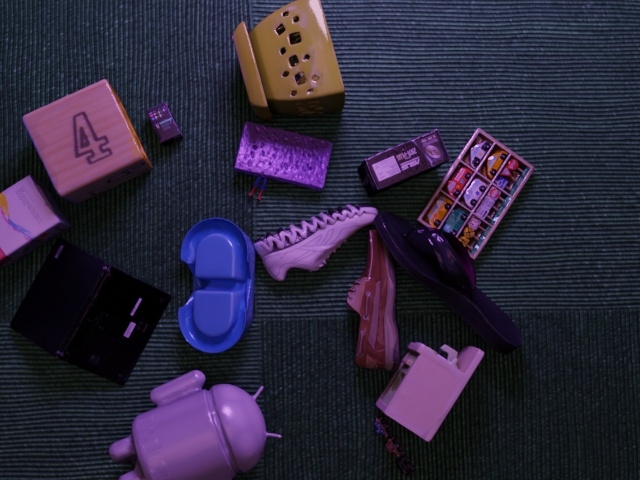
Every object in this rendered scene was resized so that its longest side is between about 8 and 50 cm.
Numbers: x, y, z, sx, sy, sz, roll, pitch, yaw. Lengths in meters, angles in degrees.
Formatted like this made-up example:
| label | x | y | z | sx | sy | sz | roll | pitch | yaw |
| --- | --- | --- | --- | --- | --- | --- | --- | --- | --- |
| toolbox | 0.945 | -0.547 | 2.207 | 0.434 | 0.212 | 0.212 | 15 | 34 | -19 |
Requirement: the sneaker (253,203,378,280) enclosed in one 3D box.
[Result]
| label | x | y | z | sx | sy | sz | roll | pitch | yaw |
| --- | --- | --- | --- | --- | --- | --- | --- | --- | --- |
| sneaker | 0.000 | 0.000 | 1.940 | 0.292 | 0.110 | 0.118 | -21 | 96 | 3 |

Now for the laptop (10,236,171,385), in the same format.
| label | x | y | z | sx | sy | sz | roll | pitch | yaw |
| --- | --- | --- | --- | --- | --- | --- | --- | --- | --- |
| laptop | -0.520 | 0.161 | 1.928 | 0.264 | 0.137 | 0.234 | 30 | 85 | -28 |

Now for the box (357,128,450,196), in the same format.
| label | x | y | z | sx | sy | sz | roll | pitch | yaw |
| --- | --- | --- | --- | --- | --- | --- | --- | --- | --- |
| box | 0.186 | -0.174 | 1.936 | 0.180 | 0.147 | 0.077 | -23 | 89 | -6 |

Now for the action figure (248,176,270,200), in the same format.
| label | x | y | z | sx | sy | sz | roll | pitch | yaw |
| --- | --- | --- | --- | --- | --- | --- | --- | --- | --- |
| action figure | -0.131 | -0.152 | 1.970 | 0.038 | 0.030 | 0.115 | 21 | 83 | 0 |

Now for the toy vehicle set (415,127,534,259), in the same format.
| label | x | y | z | sx | sy | sz | roll | pitch | yaw |
| --- | --- | --- | --- | --- | --- | --- | --- | --- | --- |
| toy vehicle set | 0.364 | -0.109 | 2.002 | 0.166 | 0.035 | 0.266 | 34 | 85 | -2 |

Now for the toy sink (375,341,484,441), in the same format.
| label | x | y | z | sx | sy | sz | roll | pitch | yaw |
| --- | --- | --- | --- | --- | --- | --- | --- | --- | --- |
| toy sink | 0.239 | 0.310 | 1.910 | 0.131 | 0.153 | 0.234 | 34 | 86 | -1 |

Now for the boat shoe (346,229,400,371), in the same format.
| label | x | y | z | sx | sy | sz | roll | pitch | yaw |
| --- | --- | --- | --- | --- | --- | --- | --- | --- | --- |
| boat shoe | 0.116 | 0.136 | 1.928 | 0.120 | 0.122 | 0.323 | -3 | 85 | 6 |

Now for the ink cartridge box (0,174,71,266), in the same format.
| label | x | y | z | sx | sy | sz | roll | pitch | yaw |
| --- | --- | --- | --- | --- | --- | --- | --- | --- | --- |
| ink cartridge box | -0.665 | -0.041 | 1.870 | 0.176 | 0.128 | 0.127 | -34 | 90 | -5 |

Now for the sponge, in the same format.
| label | x | y | z | sx | sy | sz | roll | pitch | yaw |
| --- | --- | --- | --- | --- | --- | --- | --- | --- | --- |
| sponge | -0.085 | -0.194 | 1.955 | 0.210 | 0.031 | 0.117 | 13 | 75 | -9 |

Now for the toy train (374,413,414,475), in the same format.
| label | x | y | z | sx | sy | sz | roll | pitch | yaw |
| --- | --- | --- | --- | --- | --- | --- | --- | --- | --- |
| toy train | 0.167 | 0.473 | 1.958 | 0.036 | 0.027 | 0.158 | -30 | 90 | 5 |

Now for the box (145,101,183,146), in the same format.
| label | x | y | z | sx | sy | sz | roll | pitch | yaw |
| --- | --- | --- | --- | --- | --- | --- | --- | --- | --- |
| box | -0.356 | -0.265 | 1.941 | 0.052 | 0.062 | 0.083 | -26 | 89 | -4 |

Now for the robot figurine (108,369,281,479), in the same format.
| label | x | y | z | sx | sy | sz | roll | pitch | yaw |
| --- | --- | --- | --- | --- | --- | --- | --- | --- | --- |
| robot figurine | -0.268 | 0.436 | 1.837 | 0.354 | 0.200 | 0.299 | -21 | 74 | -6 |

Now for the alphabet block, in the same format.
| label | x | y | z | sx | sy | sz | roll | pitch | yaw |
| --- | --- | --- | --- | --- | --- | --- | --- | --- | --- |
| alphabet block | -0.505 | -0.211 | 1.864 | 0.197 | 0.192 | 0.193 | -26 | 91 | -6 |

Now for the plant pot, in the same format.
| label | x | y | z | sx | sy | sz | roll | pitch | yaw |
| --- | --- | --- | --- | --- | --- | --- | --- | --- | --- |
| plant pot | -0.073 | -0.389 | 1.895 | 0.207 | 0.227 | 0.228 | -15 | 88 | 1 |

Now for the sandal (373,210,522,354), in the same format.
| label | x | y | z | sx | sy | sz | roll | pitch | yaw |
| --- | --- | --- | --- | --- | --- | --- | --- | --- | --- |
| sandal | 0.307 | 0.070 | 1.920 | 0.446 | 0.167 | 0.107 | 41 | 115 | -9 |

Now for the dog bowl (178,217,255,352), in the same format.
| label | x | y | z | sx | sy | sz | roll | pitch | yaw |
| --- | --- | --- | --- | --- | --- | --- | --- | --- | --- |
| dog bowl | -0.225 | 0.101 | 1.901 | 0.166 | 0.074 | 0.297 | 0 | 86 | 20 |
